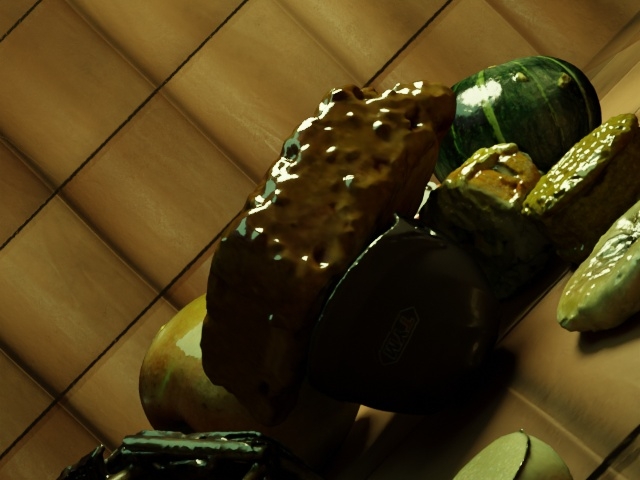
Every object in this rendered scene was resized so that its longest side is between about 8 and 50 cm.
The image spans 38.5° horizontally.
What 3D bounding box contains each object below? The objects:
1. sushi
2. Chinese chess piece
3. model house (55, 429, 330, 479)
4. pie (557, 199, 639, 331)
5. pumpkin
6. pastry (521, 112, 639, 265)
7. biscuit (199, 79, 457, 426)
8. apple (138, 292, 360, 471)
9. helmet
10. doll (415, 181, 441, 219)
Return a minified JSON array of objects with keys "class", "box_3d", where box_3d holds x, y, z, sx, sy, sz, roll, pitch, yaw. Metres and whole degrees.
[{"class":"sushi","box_3d":[0.239,-0.016,1.294,0.139,0.184,0.274,-42,-7,-19]},{"class":"Chinese chess piece","box_3d":[0.126,0.195,0.655,0.122,0.051,0.122,-48,0,0]},{"class":"model house","box_3d":[-0.164,0.330,0.910,0.297,0.317,0.282,-60,-11,31]},{"class":"pie","box_3d":[0.297,0.017,0.871,0.185,0.052,0.218,-51,-3,10]},{"class":"pumpkin","box_3d":[0.347,-0.201,1.665,0.323,0.241,0.323,-26,-1,-1]},{"class":"pastry","box_3d":[0.334,-0.062,1.096,0.189,0.103,0.189,-46,1,1]},{"class":"biscuit","box_3d":[0.000,0.000,1.168,0.395,0.166,0.342,-53,-16,-38]},{"class":"apple","box_3d":[-0.096,0.210,1.408,0.305,0.338,0.338,-48,2,-29]},{"class":"helmet","box_3d":[0.109,0.105,1.052,0.225,0.177,0.305,-61,-10,11]},{"class":"doll","box_3d":[0.182,-0.033,1.639,0.161,0.290,0.130,-37,-29,-8]}]
